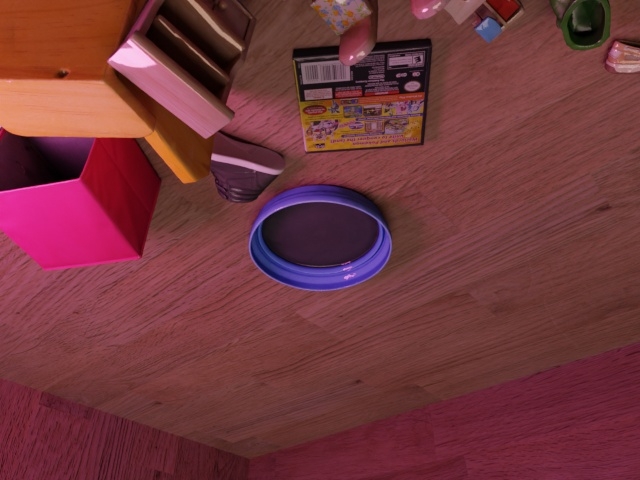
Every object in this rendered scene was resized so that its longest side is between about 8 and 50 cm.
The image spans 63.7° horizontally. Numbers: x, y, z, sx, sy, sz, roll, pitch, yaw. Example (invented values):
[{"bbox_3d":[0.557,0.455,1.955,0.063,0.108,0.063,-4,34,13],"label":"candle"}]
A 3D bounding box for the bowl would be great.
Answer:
[{"bbox_3d":[0.000,0.000,1.428,0.392,0.077,0.391,0,140,0],"label":"bowl"}]

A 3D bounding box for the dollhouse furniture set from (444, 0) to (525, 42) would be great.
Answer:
[{"bbox_3d":[0.294,-0.427,0.875,0.184,0.129,0.129,29,132,-28],"label":"dollhouse furniture set"}]

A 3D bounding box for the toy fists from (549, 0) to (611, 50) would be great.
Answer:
[{"bbox_3d":[0.408,-0.452,0.841,0.096,0.142,0.279,-9,141,32],"label":"toy fists"}]

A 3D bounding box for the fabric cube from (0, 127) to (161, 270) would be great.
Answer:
[{"bbox_3d":[-0.544,-0.118,1.150,0.255,0.258,0.258,-9,141,9],"label":"fabric cube"}]

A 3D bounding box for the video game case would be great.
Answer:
[{"bbox_3d":[0.090,-0.299,1.104,0.275,0.035,0.248,-4,140,3],"label":"video game case"}]

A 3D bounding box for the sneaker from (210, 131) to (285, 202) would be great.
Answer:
[{"bbox_3d":[-0.244,-0.170,1.201,0.296,0.104,0.146,16,133,-24],"label":"sneaker"}]

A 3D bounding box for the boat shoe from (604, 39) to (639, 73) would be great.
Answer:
[{"bbox_3d":[0.664,-0.366,1.003,0.190,0.068,0.072,-2,128,2],"label":"boat shoe"}]

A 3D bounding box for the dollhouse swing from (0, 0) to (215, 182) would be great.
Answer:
[{"bbox_3d":[-0.364,-0.287,0.892,0.316,0.346,0.304,0,151,0],"label":"dollhouse swing"}]

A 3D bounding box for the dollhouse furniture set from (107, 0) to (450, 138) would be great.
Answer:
[{"bbox_3d":[-0.073,-0.360,0.693,0.394,0.256,0.362,-24,135,34],"label":"dollhouse furniture set"}]
